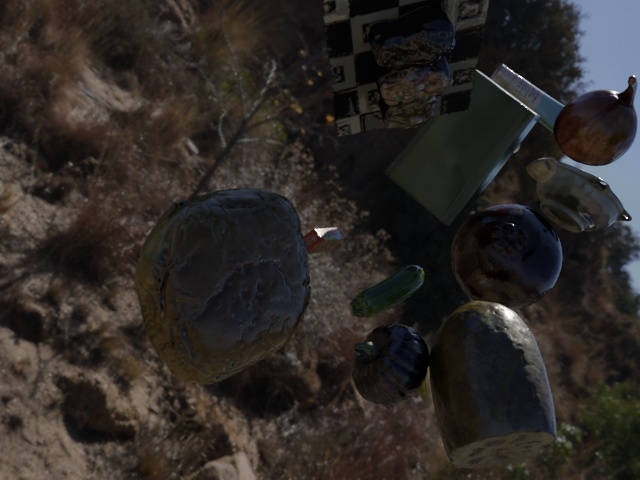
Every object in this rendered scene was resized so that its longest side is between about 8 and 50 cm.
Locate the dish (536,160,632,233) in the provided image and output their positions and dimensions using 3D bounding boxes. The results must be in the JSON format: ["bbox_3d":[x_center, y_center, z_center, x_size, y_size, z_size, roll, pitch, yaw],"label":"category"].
[{"bbox_3d":[0.760,-0.110,1.964,0.303,0.120,0.303,38,-3,2],"label":"dish"}]

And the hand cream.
[{"bbox_3d":[0.656,-0.419,1.979,0.312,0.111,0.070,36,-19,-5],"label":"hand cream"}]

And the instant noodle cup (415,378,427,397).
[{"bbox_3d":[0.241,0.389,1.971,0.182,0.144,0.182,-6,90,-85],"label":"instant noodle cup"}]

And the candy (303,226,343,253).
[{"bbox_3d":[0.000,0.000,1.547,0.038,0.062,0.122,59,25,12],"label":"candy"}]

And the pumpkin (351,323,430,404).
[{"bbox_3d":[0.156,0.274,1.454,0.194,0.194,0.150,49,-14,49],"label":"pumpkin"}]

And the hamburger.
[{"bbox_3d":[-0.124,0.061,0.916,0.134,0.285,0.265,0,-73,51],"label":"hamburger"}]

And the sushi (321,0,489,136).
[{"bbox_3d":[0.168,-0.295,1.191,0.373,0.296,0.100,82,-4,-60],"label":"sushi"}]

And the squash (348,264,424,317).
[{"bbox_3d":[0.168,0.128,1.606,0.077,0.219,0.068,52,-20,35],"label":"squash"}]

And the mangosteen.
[{"bbox_3d":[0.527,0.061,1.866,0.306,0.306,0.359,45,-11,26],"label":"mangosteen"}]

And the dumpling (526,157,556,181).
[{"bbox_3d":[0.546,-0.173,1.603,0.043,0.077,0.059,-21,96,-62],"label":"dumpling"}]

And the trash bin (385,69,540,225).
[{"bbox_3d":[0.362,-0.237,1.657,0.223,0.343,0.158,43,23,15],"label":"trash bin"}]

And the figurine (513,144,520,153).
[{"bbox_3d":[0.443,-0.263,1.867,0.176,0.236,0.133,-33,93,-45],"label":"figurine"}]

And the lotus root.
[{"bbox_3d":[0.358,0.293,1.399,0.250,0.250,0.346,38,38,-36],"label":"lotus root"}]

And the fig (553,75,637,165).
[{"bbox_3d":[0.614,-0.262,1.398,0.175,0.207,0.175,27,35,-21],"label":"fig"}]
